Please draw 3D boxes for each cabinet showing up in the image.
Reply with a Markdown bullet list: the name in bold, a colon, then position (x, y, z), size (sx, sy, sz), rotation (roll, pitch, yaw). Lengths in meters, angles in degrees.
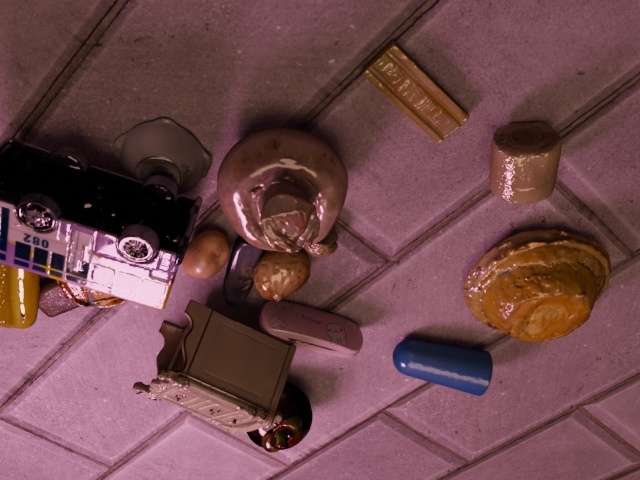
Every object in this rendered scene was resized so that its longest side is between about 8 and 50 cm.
- **cabinet**: position (-0.287, 0.348, 1.761), size (0.318, 0.227, 0.290), rotation (28, 151, -18)

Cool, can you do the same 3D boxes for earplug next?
- **earplug**: position (0.340, 0.355, 1.898), size (0.273, 0.132, 0.132), rotation (13, 128, -6)

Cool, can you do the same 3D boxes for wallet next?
- **wallet**: position (-0.681, 0.139, 1.777), size (0.198, 0.031, 0.110), rotation (-21, 126, 16)

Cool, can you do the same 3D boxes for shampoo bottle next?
- **shampoo bottle**: position (-0.203, 0.080, 1.710), size (0.087, 0.049, 0.233), rotation (-7, 135, -32)

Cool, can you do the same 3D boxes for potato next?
- **potato**: position (-0.290, 0.037, 1.651), size (0.112, 0.112, 0.147), rotation (25, 117, -19)

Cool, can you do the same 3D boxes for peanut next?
- **peanut**: position (-0.098, 0.081, 1.683), size (0.159, 0.109, 0.140), rotation (-39, 153, 1)

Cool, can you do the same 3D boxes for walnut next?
- **walnut**: position (0.000, 0.000, 1.637), size (0.092, 0.092, 0.092), rotation (0, 129, 0)

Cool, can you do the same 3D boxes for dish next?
- **dish**: position (-0.367, -0.156, 1.511), size (0.224, 0.078, 0.246), rotation (8, 129, -8)

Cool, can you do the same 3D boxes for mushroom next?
- **mushroom**: position (-0.086, -0.086, 1.432), size (0.298, 0.290, 0.297), rotation (0, 128, 0)

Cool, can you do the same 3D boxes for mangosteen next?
- **mangosteen**: position (-0.132, 0.541, 1.986), size (0.216, 0.216, 0.216), rotation (0, 129, 0)

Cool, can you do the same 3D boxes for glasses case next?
- **glasses case**: position (-0.023, 0.242, 1.810), size (0.297, 0.113, 0.075), rotation (16, 129, -13)

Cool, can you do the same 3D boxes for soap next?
- **soap**: position (0.209, -0.312, 1.414), size (0.252, 0.037, 0.092), rotation (36, 121, -26)

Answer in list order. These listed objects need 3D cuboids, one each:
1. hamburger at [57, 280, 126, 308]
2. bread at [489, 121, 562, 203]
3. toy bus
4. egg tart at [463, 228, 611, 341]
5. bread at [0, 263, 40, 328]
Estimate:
- **hamburger**: position (-0.553, 0.071, 1.664), size (0.231, 0.106, 0.231), rotation (-10, 127, -14)
- **bread**: position (0.453, -0.173, 1.465), size (0.148, 0.134, 0.141), rotation (-13, 129, -7)
- **toy bus**: position (-0.511, -0.031, 1.444), size (0.440, 0.209, 0.249), rotation (18, 131, -11)
- **egg tart**: position (0.565, 0.139, 1.704), size (0.388, 0.169, 0.387), rotation (-1, 133, -2)
- **bread**: position (-0.780, 0.061, 1.659), size (0.166, 0.112, 0.383), rotation (18, 125, -1)
